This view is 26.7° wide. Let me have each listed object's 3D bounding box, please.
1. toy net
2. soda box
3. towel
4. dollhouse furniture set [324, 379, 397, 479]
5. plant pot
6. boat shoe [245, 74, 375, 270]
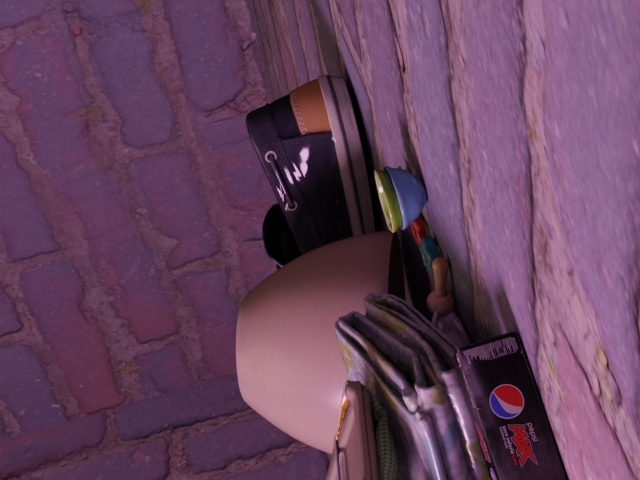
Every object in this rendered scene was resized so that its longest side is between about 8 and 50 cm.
[{"bbox_3d":[0.106,0.034,1.409,0.122,0.045,0.232,154,99,-85],"label":"toy net"},{"bbox_3d":[0.160,0.164,1.111,0.060,0.053,0.169,87,167,-77],"label":"soda box"},{"bbox_3d":[0.133,0.254,1.339,0.320,0.090,0.374,-137,28,-72],"label":"towel"},{"bbox_3d":[0.086,0.303,1.242,0.301,0.151,0.197,-95,15,-50],"label":"dollhouse furniture set"},{"bbox_3d":[0.002,0.131,1.644,0.284,0.191,0.284,-1,-90,-83],"label":"plant pot"},{"bbox_3d":[0.000,0.000,1.877,0.187,0.156,0.500,-105,3,-51],"label":"boat shoe"}]
